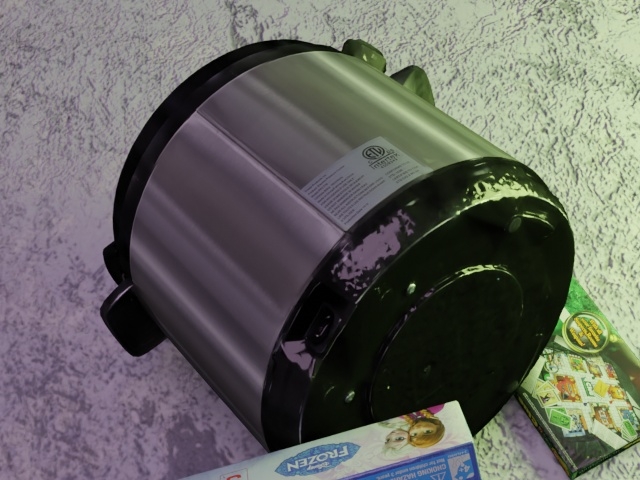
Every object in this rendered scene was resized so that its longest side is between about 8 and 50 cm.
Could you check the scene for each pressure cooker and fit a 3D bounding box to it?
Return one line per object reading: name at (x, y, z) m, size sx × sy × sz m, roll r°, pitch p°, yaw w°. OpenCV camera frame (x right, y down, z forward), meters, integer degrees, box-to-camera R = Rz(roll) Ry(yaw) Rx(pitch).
pressure cooker at (0.000, -0.005, 1.038) m, size 0.369 × 0.376 × 0.420 m, roll -3°, pitch 32°, yaw -44°

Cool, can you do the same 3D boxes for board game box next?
board game box at (0.004, 0.324, 0.881) m, size 0.318 × 0.318 × 0.066 m, roll -16°, pitch 25°, yaw 1°
board game box at (0.263, 0.123, 1.126) m, size 0.136 × 0.030 × 0.260 m, roll -27°, pitch 57°, yaw -5°
